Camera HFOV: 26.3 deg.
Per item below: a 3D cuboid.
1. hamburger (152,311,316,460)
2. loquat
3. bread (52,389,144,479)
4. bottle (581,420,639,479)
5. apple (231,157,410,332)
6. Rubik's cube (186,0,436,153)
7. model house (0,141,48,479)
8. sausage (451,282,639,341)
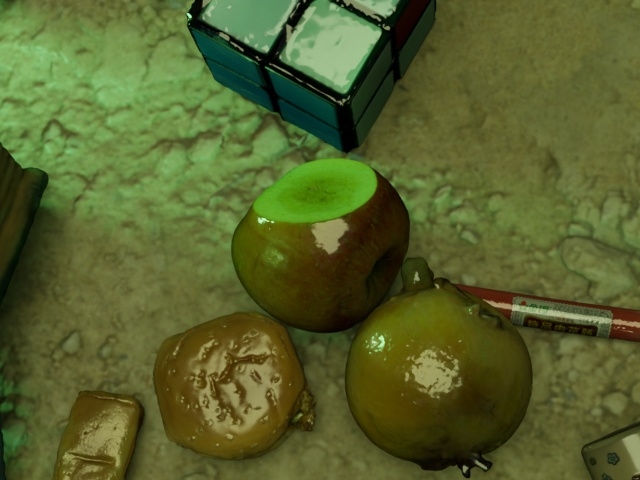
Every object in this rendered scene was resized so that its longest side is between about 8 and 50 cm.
[{"bbox_3d":[-0.083,0.140,1.304,0.147,0.083,0.138,-17,82,5],"label":"hamburger"},{"bbox_3d":[0.106,0.115,1.254,0.172,0.149,0.204,-8,84,-1],"label":"loquat"},{"bbox_3d":[-0.215,0.210,1.316,0.074,0.053,0.132,12,78,7],"label":"bread"},{"bbox_3d":[0.305,0.241,1.243,0.099,0.099,0.152,-21,81,1],"label":"bottle"},{"bbox_3d":[-0.004,0.003,1.284,0.147,0.163,0.146,30,38,21],"label":"apple"},{"bbox_3d":[-0.004,-0.216,1.327,0.183,0.167,0.180,31,82,9],"label":"Rubik's cube"},{"bbox_3d":[-0.444,0.056,1.245,0.334,0.342,0.382,14,71,16],"label":"model house"},{"bbox_3d":[0.222,0.070,1.314,0.253,0.034,0.034,7,79,7],"label":"sausage"}]
